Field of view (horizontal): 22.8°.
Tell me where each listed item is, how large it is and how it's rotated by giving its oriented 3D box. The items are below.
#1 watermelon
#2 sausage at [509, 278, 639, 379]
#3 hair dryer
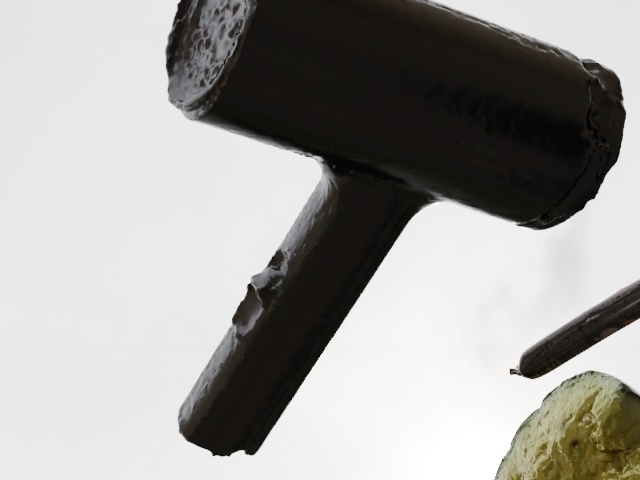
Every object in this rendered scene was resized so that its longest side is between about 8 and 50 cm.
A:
[{"bbox_3d":[0.358,0.353,2.043,0.189,0.331,0.331,28,-78,-12],"label":"watermelon"},{"bbox_3d":[0.211,0.046,1.090,0.198,0.025,0.028,-33,-36,22],"label":"sausage"},{"bbox_3d":[0.000,0.000,0.737,0.197,0.089,0.251,17,-68,-27],"label":"hair dryer"}]
